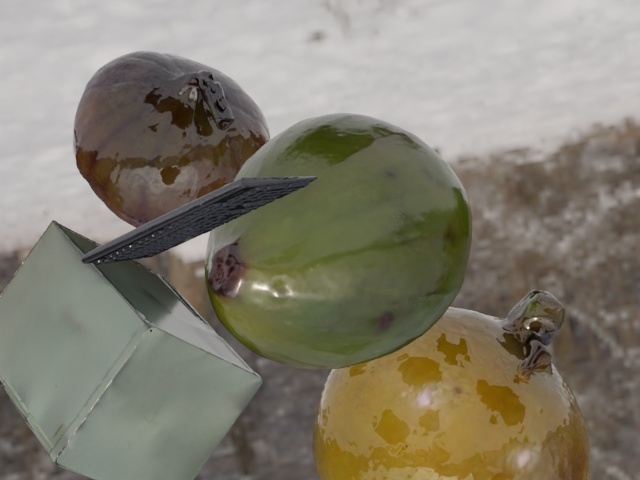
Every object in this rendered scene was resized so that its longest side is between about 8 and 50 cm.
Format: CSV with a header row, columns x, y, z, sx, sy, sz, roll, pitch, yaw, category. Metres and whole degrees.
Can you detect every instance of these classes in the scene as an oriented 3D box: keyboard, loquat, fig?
x,y,z,sx,sy,sz,roll,pitch,yaw,category
-0.084,-0.012,1.133,0.063,0.010,0.198,-5,169,-39,keyboard
0.156,0.208,1.920,0.328,0.359,0.328,32,-172,-5,loquat
-0.171,-0.122,2.005,0.235,0.214,0.235,2,-150,-1,fig
0.000,0.000,1.303,0.203,0.203,0.225,-7,178,37,fig

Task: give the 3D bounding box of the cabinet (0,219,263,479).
x,y,z,sx,sy,sz,roll,pitch,yaw,category
-0.189,0.110,1.543,0.145,0.150,0.206,30,-172,-42,cabinet
